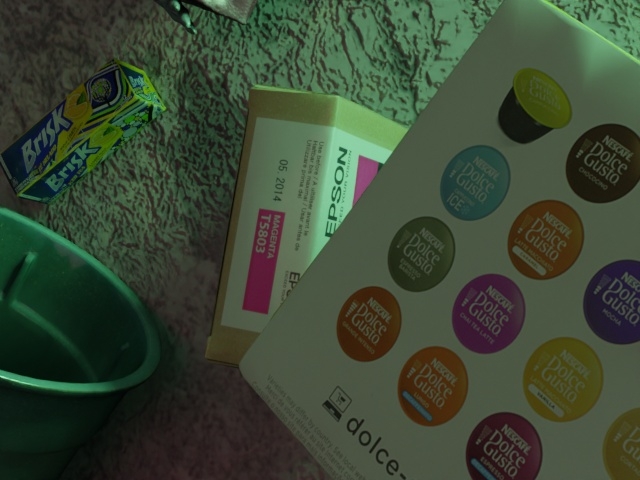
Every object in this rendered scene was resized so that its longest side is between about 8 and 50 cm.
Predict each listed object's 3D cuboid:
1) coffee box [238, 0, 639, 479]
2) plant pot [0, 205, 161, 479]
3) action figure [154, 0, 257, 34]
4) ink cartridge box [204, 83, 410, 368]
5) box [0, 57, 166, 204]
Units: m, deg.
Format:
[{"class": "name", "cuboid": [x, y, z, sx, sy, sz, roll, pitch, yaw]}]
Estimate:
[{"class": "coffee box", "cuboid": [0.222, 0.088, 0.927, 0.337, 0.338, 0.334, 43, 102, 35]}, {"class": "plant pot", "cuboid": [-0.378, 0.168, 1.249, 0.341, 0.341, 0.334, 38, 108, 23]}, {"class": "action figure", "cuboid": [-0.051, -0.375, 1.254, 0.370, 0.248, 0.276, -49, 25, -1]}, {"class": "ink cartridge box", "cuboid": [0.000, 0.000, 1.149, 0.088, 0.193, 0.234, 10, 89, 25]}, {"class": "box", "cuboid": [-0.244, -0.108, 1.344, 0.169, 0.059, 0.054, -37, 69, 16]}]
